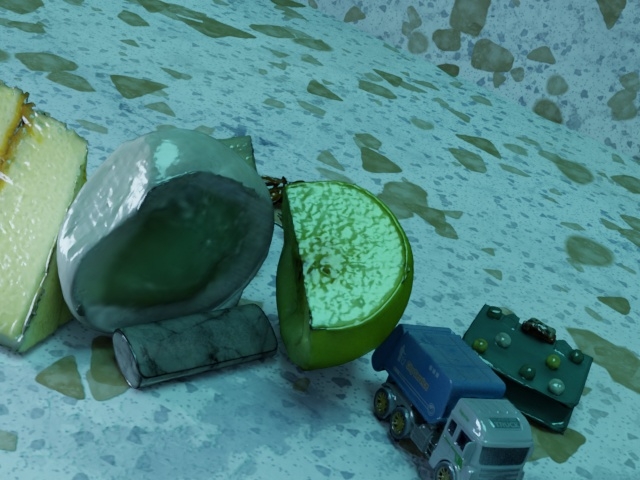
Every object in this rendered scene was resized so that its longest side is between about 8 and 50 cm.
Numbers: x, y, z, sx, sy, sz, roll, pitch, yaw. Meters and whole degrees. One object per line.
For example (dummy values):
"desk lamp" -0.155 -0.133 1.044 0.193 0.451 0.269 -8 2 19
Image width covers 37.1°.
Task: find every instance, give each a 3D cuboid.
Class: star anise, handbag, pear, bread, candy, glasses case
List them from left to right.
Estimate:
"bread" -0.572 -0.069 1.668 0.346 0.405 0.242 15 15 18
"candy" -0.262 -0.010 1.708 0.427 0.386 0.186 17 15 -48
"glasses case" -0.218 0.182 1.696 0.299 0.060 0.114 -8 59 -42
"star anise" -0.121 -0.132 2.344 0.157 0.053 0.212 24 30 9
"pear" 0.039 0.096 1.773 0.239 0.318 0.342 -4 55 -9
"handbag" 0.416 0.243 1.958 0.269 0.100 0.274 26 29 15

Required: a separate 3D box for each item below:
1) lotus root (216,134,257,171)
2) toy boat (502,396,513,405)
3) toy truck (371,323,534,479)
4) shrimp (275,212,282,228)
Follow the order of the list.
"lotus root" -0.252 -0.072 2.045 0.260 0.149 0.267 -11 48 -3
"toy boat" 0.312 0.305 1.830 0.141 0.060 0.055 25 27 -4
"toy truck" 0.217 0.288 1.656 0.146 0.175 0.367 5 25 -29
"shrimp" 0.000 0.006 2.108 0.343 0.116 0.145 37 9 36
